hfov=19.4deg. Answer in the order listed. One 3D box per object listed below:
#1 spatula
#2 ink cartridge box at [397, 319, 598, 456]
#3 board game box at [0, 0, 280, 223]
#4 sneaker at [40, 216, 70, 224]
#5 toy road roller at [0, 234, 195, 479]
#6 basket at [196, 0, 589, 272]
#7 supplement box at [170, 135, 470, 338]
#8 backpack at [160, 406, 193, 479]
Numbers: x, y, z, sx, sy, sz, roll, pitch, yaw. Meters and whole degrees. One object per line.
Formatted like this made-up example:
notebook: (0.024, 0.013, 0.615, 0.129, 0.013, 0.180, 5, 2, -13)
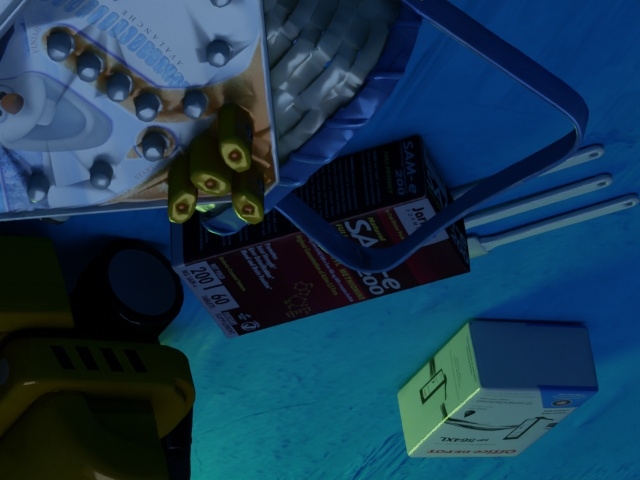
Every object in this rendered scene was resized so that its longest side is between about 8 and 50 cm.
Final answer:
spatula: (0.169, -0.024, 1.762, 0.242, 0.019, 0.168, -17, 152, 17)
ink cartridge box: (0.195, 0.169, 2.089, 0.148, 0.086, 0.203, 2, 152, -21)
board game box: (-0.232, -0.159, 1.103, 0.390, 0.050, 0.390, -5, 127, 0)
sneaker: (-0.252, -0.130, 1.364, 0.124, 0.107, 0.283, -47, 135, 9)
toy road roller: (-0.266, 0.140, 1.676, 0.329, 0.241, 0.202, 6, 145, -36)
basket: (0.009, -0.106, 1.302, 0.289, 0.201, 0.254, 40, 135, -18)
supplement box: (0.000, 0.000, 1.676, 0.239, 0.073, 0.130, -17, 142, 15)
backpack: (-0.327, 0.257, 1.906, 0.355, 0.290, 0.273, 4, 168, -17)
